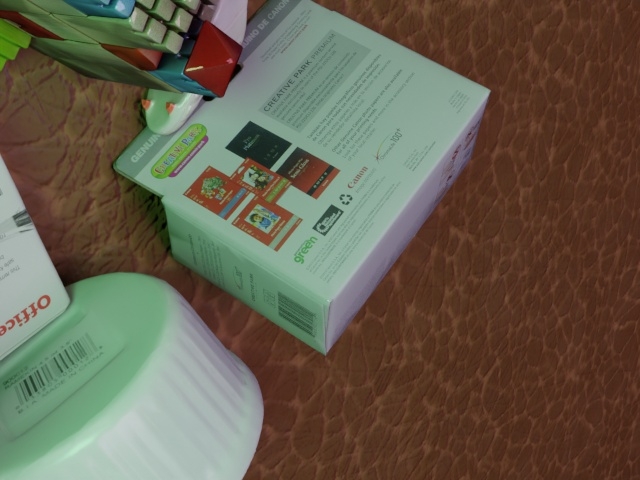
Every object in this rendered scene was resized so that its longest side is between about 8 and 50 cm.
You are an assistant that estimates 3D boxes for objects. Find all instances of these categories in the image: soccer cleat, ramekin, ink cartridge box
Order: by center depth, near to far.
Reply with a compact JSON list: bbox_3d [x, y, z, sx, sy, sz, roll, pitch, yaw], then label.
[{"bbox_3d":[-0.318,0.007,0.760,0.148,0.086,0.203,-40,130,-35],"label":"ink cartridge box"},{"bbox_3d":[-0.201,0.153,0.807,0.277,0.277,0.135,-48,127,-28],"label":"ramekin"},{"bbox_3d":[-0.117,-0.191,0.947,0.076,0.068,0.196,31,75,-52],"label":"soccer cleat"},{"bbox_3d":[-0.017,-0.086,1.000,0.309,0.272,0.130,-51,163,-25],"label":"ink cartridge box"}]

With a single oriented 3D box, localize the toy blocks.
[{"bbox_3d":[-0.192,-0.213,0.698,0.381,0.261,0.190,27,81,-50],"label":"toy blocks"}]
